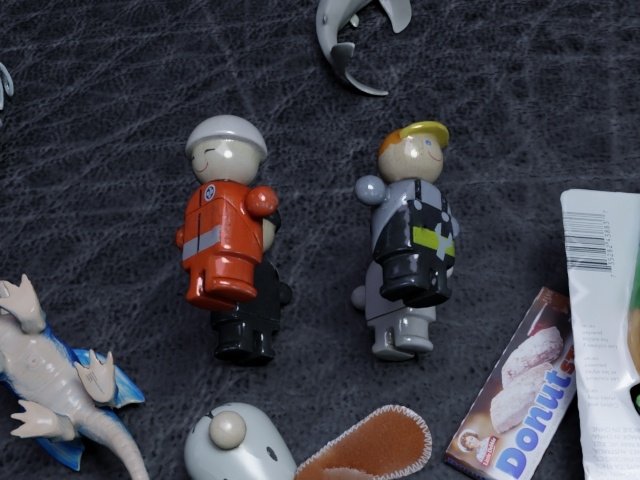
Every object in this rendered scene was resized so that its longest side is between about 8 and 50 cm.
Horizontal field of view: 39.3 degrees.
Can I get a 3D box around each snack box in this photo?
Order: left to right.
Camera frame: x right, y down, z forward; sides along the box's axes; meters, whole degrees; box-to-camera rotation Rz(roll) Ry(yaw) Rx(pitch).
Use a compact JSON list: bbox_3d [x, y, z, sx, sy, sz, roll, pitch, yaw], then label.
[{"bbox_3d":[0.168,0.116,0.711,0.064,0.022,0.178,26,57,21],"label":"snack box"}]

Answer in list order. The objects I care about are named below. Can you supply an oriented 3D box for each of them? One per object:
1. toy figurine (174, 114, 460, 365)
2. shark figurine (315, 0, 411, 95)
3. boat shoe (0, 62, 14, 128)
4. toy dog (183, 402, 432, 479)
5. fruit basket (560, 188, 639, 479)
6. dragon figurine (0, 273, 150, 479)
[{"bbox_3d":[0.000,0.000,0.695,0.210,0.213,0.148,-2,65,3],"label":"toy figurine"},{"bbox_3d":[0.042,-0.284,0.985,0.166,0.116,0.278,20,54,21],"label":"shark figurine"},{"bbox_3d":[-0.397,-0.215,0.961,0.103,0.118,0.320,-28,48,-12],"label":"boat shoe"},{"bbox_3d":[0.023,0.215,0.555,0.334,0.161,0.220,20,55,19],"label":"toy dog"},{"bbox_3d":[0.347,0.120,0.640,0.327,0.165,0.353,0,67,5],"label":"fruit basket"},{"bbox_3d":[-0.196,0.117,0.689,0.289,0.144,0.085,39,73,15],"label":"dragon figurine"}]
